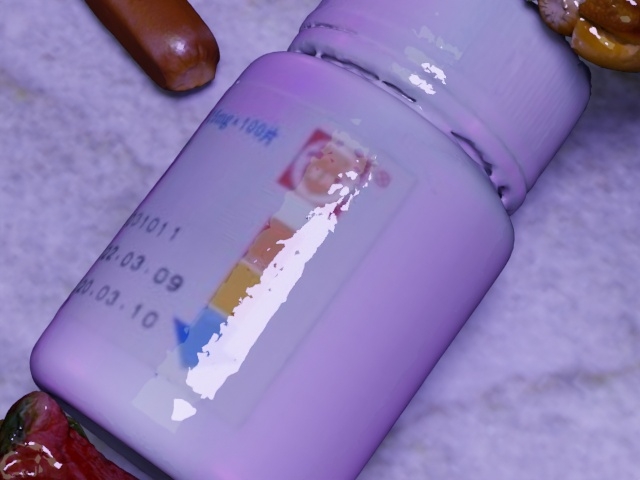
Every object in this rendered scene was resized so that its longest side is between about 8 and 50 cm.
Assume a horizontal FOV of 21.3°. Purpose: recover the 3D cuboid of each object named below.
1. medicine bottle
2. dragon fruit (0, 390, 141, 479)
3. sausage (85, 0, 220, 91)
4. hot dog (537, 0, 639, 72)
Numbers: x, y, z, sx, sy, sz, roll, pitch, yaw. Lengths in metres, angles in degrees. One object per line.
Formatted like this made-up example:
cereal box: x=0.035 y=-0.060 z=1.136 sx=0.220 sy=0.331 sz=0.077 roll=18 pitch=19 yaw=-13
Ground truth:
medicine bottle: x=0.000 y=0.000 z=0.759 sx=0.152 sy=0.152 sz=0.254 roll=31 pitch=76 yaw=20
dragon fruit: x=-0.148 y=0.203 z=0.701 sx=0.269 sy=0.198 sz=0.200 roll=-39 pitch=77 yaw=10
sausage: x=-0.098 y=-0.128 z=0.887 sx=0.039 sy=0.041 sz=0.131 roll=-29 pitch=65 yaw=-25
hot dog: x=0.186 y=-0.132 z=0.777 sx=0.250 sy=0.076 sz=0.104 roll=-24 pitch=84 yaw=-41
